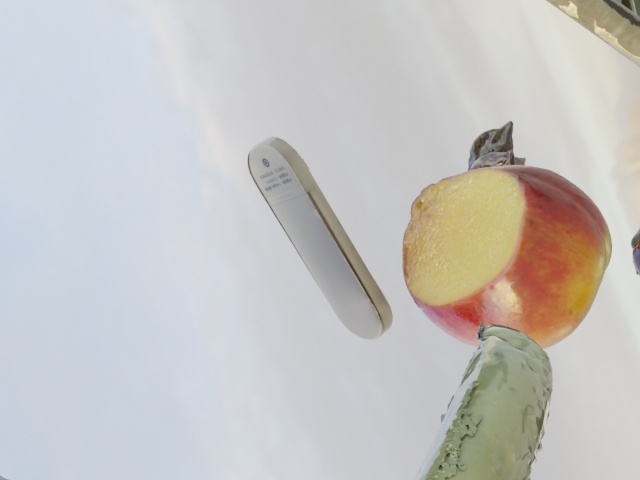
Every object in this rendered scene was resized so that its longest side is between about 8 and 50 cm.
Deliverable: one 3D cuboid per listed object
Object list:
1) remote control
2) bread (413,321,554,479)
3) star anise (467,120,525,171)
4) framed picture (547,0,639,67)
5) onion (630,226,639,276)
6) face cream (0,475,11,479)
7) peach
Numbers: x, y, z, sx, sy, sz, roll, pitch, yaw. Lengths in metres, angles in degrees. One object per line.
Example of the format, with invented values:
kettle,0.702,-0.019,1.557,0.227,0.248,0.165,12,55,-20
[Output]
remote control,0.000,0.000,1.256,0.022,0.077,0.245,-37,-79,-35
bread,0.025,0.151,0.445,0.040,0.267,0.267,26,-163,9
star anise,0.205,-0.032,1.445,0.262,0.081,0.230,-11,-73,-72
framed picture,0.033,-0.208,0.543,0.289,0.020,0.211,32,-148,-13
onion,0.444,0.015,1.490,0.117,0.118,0.118,96,165,-61
face cream,-0.113,0.280,0.882,0.135,0.086,0.385,42,173,41
peach,0.171,0.012,1.129,0.190,0.192,0.190,22,-90,-86
